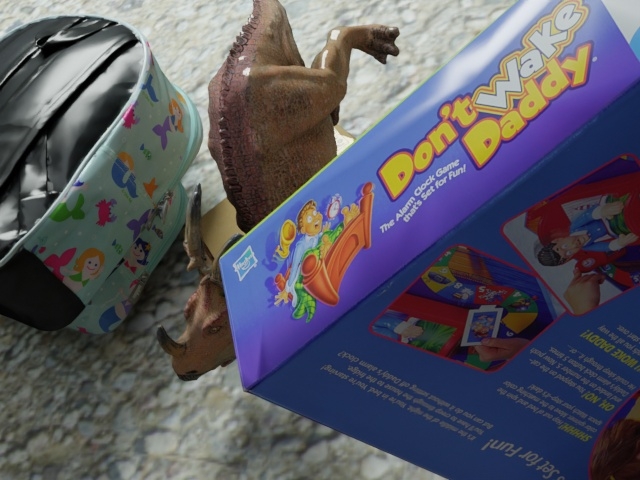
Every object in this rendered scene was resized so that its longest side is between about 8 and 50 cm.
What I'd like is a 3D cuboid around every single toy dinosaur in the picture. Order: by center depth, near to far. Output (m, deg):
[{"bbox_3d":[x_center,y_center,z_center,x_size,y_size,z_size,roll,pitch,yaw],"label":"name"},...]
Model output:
[{"bbox_3d":[-0.037,-0.057,0.820,0.200,0.296,0.127,-13,5,-37],"label":"toy dinosaur"}]

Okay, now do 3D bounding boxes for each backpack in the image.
[{"bbox_3d":[-0.220,-0.058,0.953,0.225,0.191,0.254,13,68,36],"label":"backpack"}]

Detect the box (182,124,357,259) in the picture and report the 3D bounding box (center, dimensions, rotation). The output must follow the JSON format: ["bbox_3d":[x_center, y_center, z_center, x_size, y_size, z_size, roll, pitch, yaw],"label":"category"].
[{"bbox_3d":[0.000,0.000,0.918,0.164,0.021,0.201,-39,48,-7],"label":"box"}]

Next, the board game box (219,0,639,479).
[{"bbox_3d":[0.159,0.036,0.547,0.233,0.347,0.078,-39,42,24],"label":"board game box"}]
